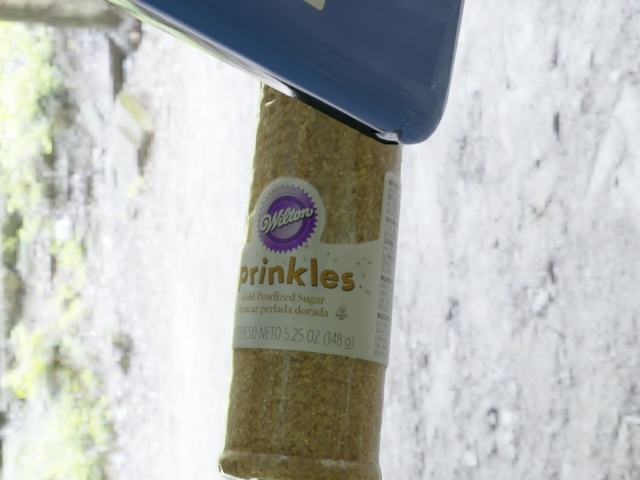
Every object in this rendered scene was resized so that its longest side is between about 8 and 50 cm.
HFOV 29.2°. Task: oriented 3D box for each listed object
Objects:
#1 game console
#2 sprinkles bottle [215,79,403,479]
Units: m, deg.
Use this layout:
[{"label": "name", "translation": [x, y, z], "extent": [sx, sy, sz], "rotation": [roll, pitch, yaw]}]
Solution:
[{"label": "game console", "translation": [-0.070, -0.194, 0.497], "extent": [0.173, 0.293, 0.250], "rotation": [5, 81, 37]}, {"label": "sprinkles bottle", "translation": [0.000, 0.000, 0.897], "extent": [0.121, 0.121, 0.355], "rotation": [152, 124, -71]}]
